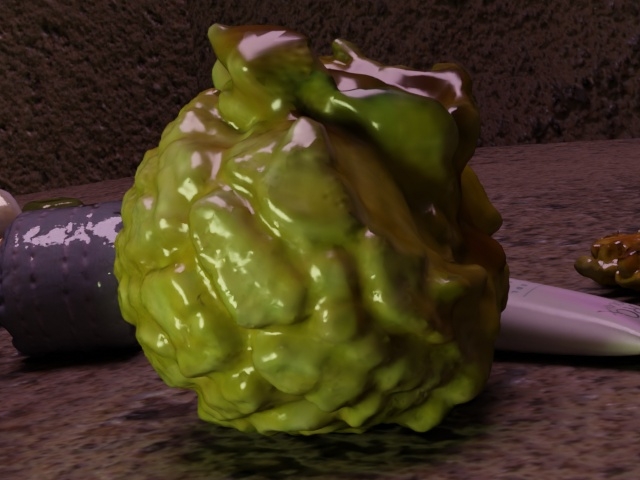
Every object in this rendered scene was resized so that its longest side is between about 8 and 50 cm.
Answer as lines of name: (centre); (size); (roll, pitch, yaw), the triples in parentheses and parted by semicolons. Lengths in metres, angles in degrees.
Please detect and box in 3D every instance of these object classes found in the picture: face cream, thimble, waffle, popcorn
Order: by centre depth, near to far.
popcorn: (0.000, 0.000, 0.759); (0.224, 0.270, 0.258); (-7, 51, 27)
face cream: (0.149, 0.055, 0.884); (0.244, 0.058, 0.092); (6, 8, 35)
waffle: (0.346, 0.011, 1.072); (0.238, 0.058, 0.243); (-6, 4, 33)
thimble: (-0.207, 0.032, 1.080); (0.118, 0.127, 0.151); (-5, 2, 4)

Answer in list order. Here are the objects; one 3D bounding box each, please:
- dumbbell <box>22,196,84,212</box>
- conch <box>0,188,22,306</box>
dumbbell: (-0.209, -0.012, 1.509); (0.302, 0.108, 0.121); (-11, 8, -29)
conch: (-0.396, 0.046, 1.312); (0.255, 0.127, 0.158); (-33, 49, -22)
